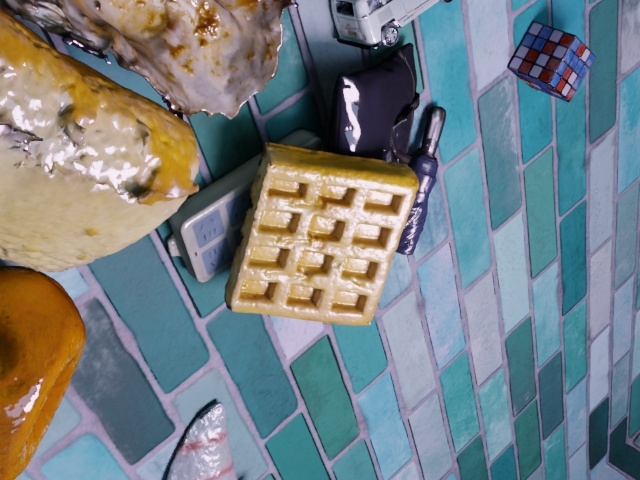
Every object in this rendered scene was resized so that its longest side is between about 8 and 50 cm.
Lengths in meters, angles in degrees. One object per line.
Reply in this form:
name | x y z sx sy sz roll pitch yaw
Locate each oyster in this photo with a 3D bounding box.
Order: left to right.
oyster | -0.190 -0.229 0.894 0.337 0.133 0.198 1 105 -38

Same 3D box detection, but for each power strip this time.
power strip | -0.092 -0.052 1.184 0.270 0.046 0.118 -35 136 -24

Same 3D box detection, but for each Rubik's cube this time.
Rubik's cube | 0.396 -0.305 1.458 0.092 0.092 0.092 21 100 -49

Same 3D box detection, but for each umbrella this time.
umbrella | 0.155 -0.097 1.391 0.071 0.071 0.248 -6 116 -42

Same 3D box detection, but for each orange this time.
orange | -0.373 0.142 0.931 0.183 0.249 0.249 25 101 -5

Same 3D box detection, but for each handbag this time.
handbag | 0.075 -0.145 1.234 0.211 0.088 0.254 -37 137 -48

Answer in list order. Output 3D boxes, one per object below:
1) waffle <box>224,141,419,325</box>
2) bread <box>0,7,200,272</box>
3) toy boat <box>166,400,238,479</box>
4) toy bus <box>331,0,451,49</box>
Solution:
waffle | 0.000 0.000 1.167 0.221 0.055 0.248 8 116 -20
bread | -0.308 -0.104 0.769 0.236 0.165 0.375 -22 146 28
toy boat | -0.181 0.395 1.382 0.206 0.096 0.282 -16 119 -19
toy bus | 0.104 -0.339 1.154 0.194 0.087 0.089 -38 128 -18
